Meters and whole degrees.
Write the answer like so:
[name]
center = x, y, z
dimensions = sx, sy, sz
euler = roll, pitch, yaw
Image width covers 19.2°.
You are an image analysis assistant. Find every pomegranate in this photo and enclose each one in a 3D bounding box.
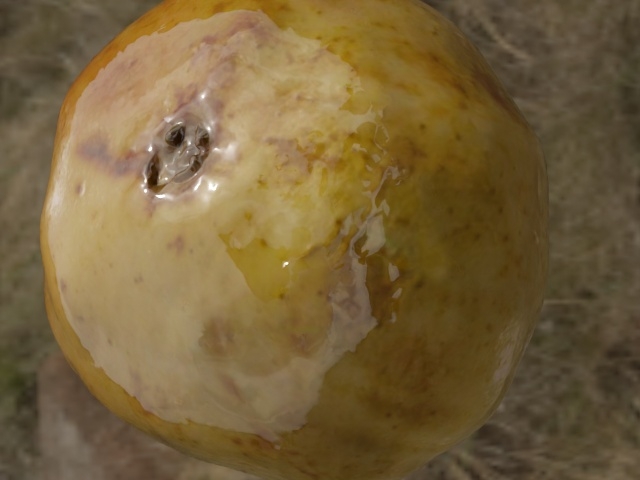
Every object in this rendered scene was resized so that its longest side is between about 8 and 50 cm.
[pomegranate]
center = 0.000, 0.000, 1.373
dimensions = 0.410, 0.410, 0.410
euler = -1, 88, 45
